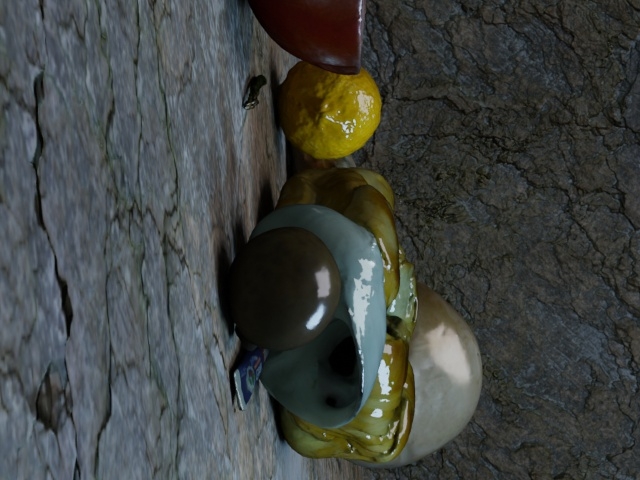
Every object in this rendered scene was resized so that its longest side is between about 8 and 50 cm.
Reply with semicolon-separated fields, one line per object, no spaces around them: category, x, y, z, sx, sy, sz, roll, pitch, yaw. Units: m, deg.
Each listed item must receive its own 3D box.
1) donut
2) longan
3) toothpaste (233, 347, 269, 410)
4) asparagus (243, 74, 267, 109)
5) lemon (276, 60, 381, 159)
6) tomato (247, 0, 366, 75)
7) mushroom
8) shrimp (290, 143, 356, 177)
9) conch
donut;0.030;0.085;1.429;0.360;0.170;0.360;-3;90;-85
longan;-0.037;0.047;1.037;0.119;0.106;0.106;-51;-163;24
toothpaste;-0.062;0.111;1.089;0.140;0.021;0.037;-68;149;-76
asparagus;-0.069;-0.163;1.327;0.163;0.016;0.016;-86;-170;-72
lemon;0.010;-0.181;1.640;0.187;0.142;0.142;-91;175;-70
tomato;-0.022;-0.328;1.284;0.338;0.143;0.338;0;90;-89
mushroom;0.081;0.192;1.861;0.290;0.292;0.293;6;-77;61
shrimp;-0.011;-0.116;1.775;0.168;0.077;0.317;55;17;-11
conch;0.002;0.071;1.162;0.185;0.121;0.221;-125;-152;-55
